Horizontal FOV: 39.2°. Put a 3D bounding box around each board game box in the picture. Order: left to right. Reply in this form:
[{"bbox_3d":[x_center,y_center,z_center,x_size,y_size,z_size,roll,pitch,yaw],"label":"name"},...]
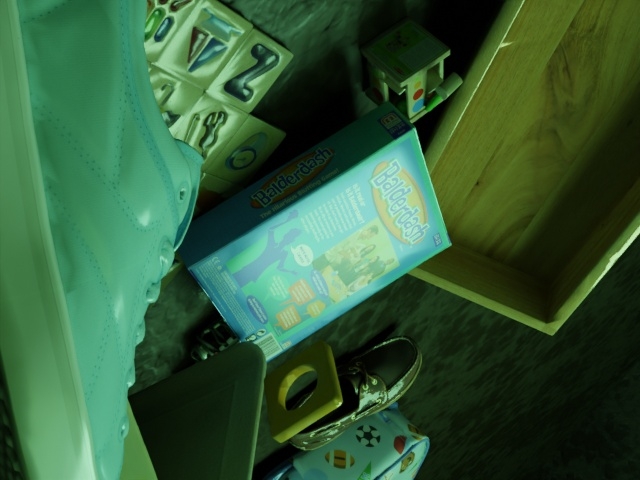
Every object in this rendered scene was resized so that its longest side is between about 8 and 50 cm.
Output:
[{"bbox_3d":[0.000,0.000,0.765,0.210,0.047,0.160,-31,139,-6],"label":"board game box"}]

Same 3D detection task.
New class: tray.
[{"bbox_3d":[0.210,-0.095,0.784,0.411,0.203,0.076,114,-1,-45],"label":"tray"}]

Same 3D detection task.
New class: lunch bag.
[{"bbox_3d":[0.009,0.374,1.305,0.303,0.115,0.243,-23,148,-35],"label":"lunch bag"}]

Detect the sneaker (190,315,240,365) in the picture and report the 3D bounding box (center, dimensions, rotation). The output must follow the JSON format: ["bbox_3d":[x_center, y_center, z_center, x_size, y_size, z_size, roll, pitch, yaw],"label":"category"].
[{"bbox_3d":[-0.085,0.097,0.860,0.065,0.061,0.158,2,127,-43],"label":"sneaker"}]

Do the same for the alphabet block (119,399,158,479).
[{"bbox_3d":[-0.232,0.200,0.605,0.193,0.197,0.192,-37,159,32],"label":"alphabet block"}]

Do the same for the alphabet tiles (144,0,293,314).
[{"bbox_3d":[-0.168,-0.026,0.631,0.342,0.011,0.285,-50,152,12],"label":"alphabet tiles"}]

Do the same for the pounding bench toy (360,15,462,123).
[{"bbox_3d":[0.080,-0.127,0.738,0.052,0.083,0.065,-36,151,-14],"label":"pounding bench toy"}]

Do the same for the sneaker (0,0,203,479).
[{"bbox_3d":[-0.120,0.008,0.474,0.150,0.135,0.365,-14,112,-35],"label":"sneaker"}]

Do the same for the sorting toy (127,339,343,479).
[{"bbox_3d":[-0.114,0.197,0.736,0.348,0.196,0.047,-28,128,26],"label":"sorting toy"}]

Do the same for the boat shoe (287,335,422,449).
[{"bbox_3d":[0.043,0.190,1.136,0.207,0.073,0.073,-39,154,-9],"label":"boat shoe"}]
